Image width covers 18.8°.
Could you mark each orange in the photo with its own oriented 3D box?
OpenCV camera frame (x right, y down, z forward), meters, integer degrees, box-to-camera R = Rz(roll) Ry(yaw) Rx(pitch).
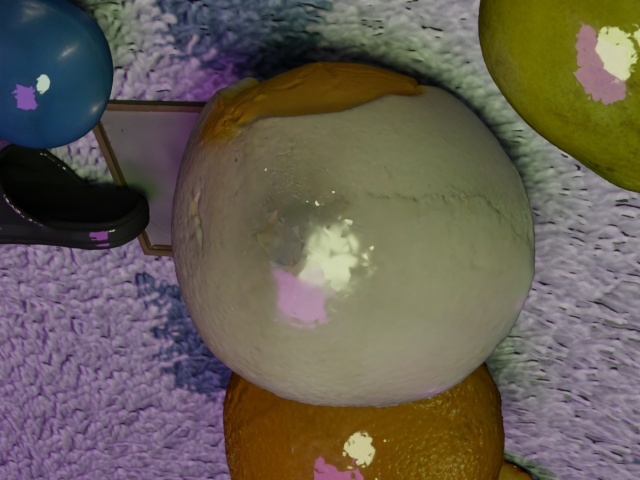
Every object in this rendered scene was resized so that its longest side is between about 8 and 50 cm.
[{"bbox_3d":[0.041,0.183,1.864,0.274,0.274,0.274,14,138,13],"label":"orange"}]

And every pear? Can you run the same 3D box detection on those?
[{"bbox_3d":[0.224,-0.163,1.456,0.212,0.212,0.269,-13,114,36],"label":"pear"}]

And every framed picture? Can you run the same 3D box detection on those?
[{"bbox_3d":[-0.144,-0.058,1.901,0.136,0.010,0.201,4,134,25],"label":"framed picture"}]

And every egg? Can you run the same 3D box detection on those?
[{"bbox_3d":[0.000,0.000,1.647,0.337,0.201,0.337,1,94,21],"label":"egg"}]

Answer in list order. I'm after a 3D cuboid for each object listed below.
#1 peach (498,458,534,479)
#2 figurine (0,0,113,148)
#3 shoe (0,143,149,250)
[{"bbox_3d":[0.155,0.272,2.028,0.172,0.092,0.127,-7,135,17],"label":"peach"},{"bbox_3d":[-0.395,-0.191,1.767,0.416,0.243,0.298,-1,126,-1],"label":"figurine"},{"bbox_3d":[-0.286,-0.053,1.912,0.241,0.108,0.093,6,120,20],"label":"shoe"}]
